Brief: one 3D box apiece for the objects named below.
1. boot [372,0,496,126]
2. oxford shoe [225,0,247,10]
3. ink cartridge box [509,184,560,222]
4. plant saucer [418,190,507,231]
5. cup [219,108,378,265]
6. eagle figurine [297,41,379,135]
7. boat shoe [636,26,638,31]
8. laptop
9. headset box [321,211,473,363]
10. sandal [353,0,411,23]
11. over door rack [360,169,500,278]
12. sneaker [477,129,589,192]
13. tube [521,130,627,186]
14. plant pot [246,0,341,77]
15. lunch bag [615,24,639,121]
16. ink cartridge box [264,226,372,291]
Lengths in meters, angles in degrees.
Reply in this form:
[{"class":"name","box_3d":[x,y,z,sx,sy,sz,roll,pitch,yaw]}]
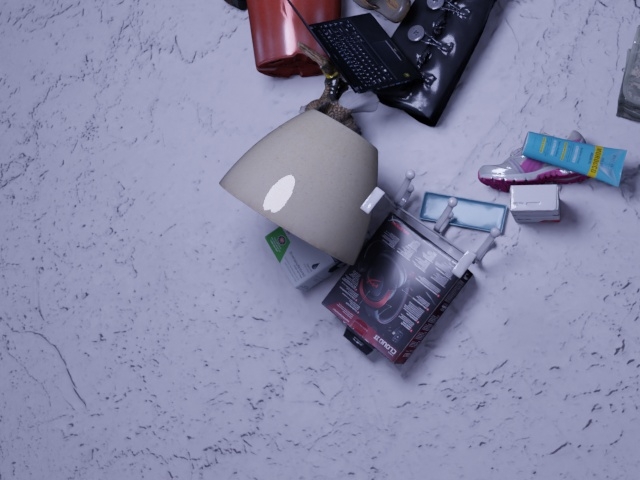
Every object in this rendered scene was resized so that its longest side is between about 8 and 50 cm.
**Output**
[{"class":"boot","box_3d":[0.222,-0.535,1.882,0.367,0.146,0.445,33,103,34]},{"class":"oxford shoe","box_3d":[-0.192,-0.718,2.071,0.096,0.083,0.227,29,90,25]},{"class":"ink cartridge box","box_3d":[0.461,-0.078,1.710,0.099,0.135,0.056,0,80,18]},{"class":"plant saucer","box_3d":[0.323,-0.063,1.818,0.192,0.018,0.067,12,84,19]},{"class":"cup","box_3d":[-0.012,-0.133,1.677,0.331,0.331,0.236,32,93,21]},{"class":"eagle figurine","box_3d":[-0.013,-0.264,1.845,0.226,0.225,0.298,26,93,1]},{"class":"boat shoe","box_3d":[0.750,-0.449,1.731,0.125,0.038,0.046,-4,38,12]},{"class":"laptop","box_3d":[0.066,-0.442,1.713,0.265,0.136,0.234,-18,59,-24]},{"class":"headset box","box_3d":[0.162,0.120,1.789,0.218,0.110,0.293,38,93,21]},{"class":"sandal","box_3d":[0.126,-0.561,1.833,0.090,0.060,0.219,-60,40,23]},{"class":"over door rack","box_3d":[0.244,-0.042,1.659,0.240,0.324,0.108,35,104,13]},{"class":"sneaker","box_3d":[0.469,-0.175,1.751,0.253,0.103,0.111,-8,77,9]},{"class":"tube","box_3d":[0.526,-0.176,1.666,0.207,0.052,0.080,15,88,7]},{"class":"plant pot","box_3d":[-0.062,-0.541,1.915,0.273,0.272,0.264,-4,88,18]},{"class":"lunch bag","box_3d":[0.726,-0.323,1.585,0.235,0.287,0.168,16,86,20]},{"class":"ink cartridge box","box_3d":[0.000,0.000,1.877,0.208,0.087,0.153,-35,72,9]}]
